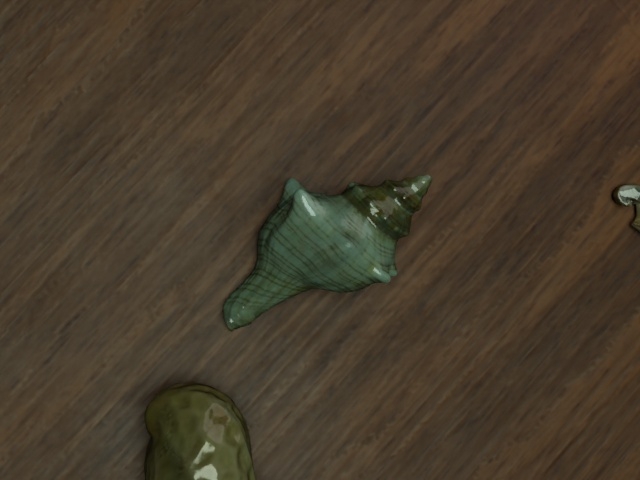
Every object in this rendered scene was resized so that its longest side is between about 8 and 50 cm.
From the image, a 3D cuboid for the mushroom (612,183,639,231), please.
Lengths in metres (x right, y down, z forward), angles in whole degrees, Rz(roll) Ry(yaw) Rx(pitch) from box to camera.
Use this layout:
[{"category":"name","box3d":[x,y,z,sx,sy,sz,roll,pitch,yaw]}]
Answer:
[{"category":"mushroom","box3d":[0.358,-0.027,1.485,0.101,0.019,0.049,34,83,-6]}]

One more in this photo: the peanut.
[{"category":"peanut","box3d":[-0.085,0.279,1.351,0.136,0.120,0.298,-26,91,-33]}]

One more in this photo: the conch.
[{"category":"conch","box3d":[0.003,-0.009,1.384,0.234,0.114,0.137,-13,76,-4]}]
